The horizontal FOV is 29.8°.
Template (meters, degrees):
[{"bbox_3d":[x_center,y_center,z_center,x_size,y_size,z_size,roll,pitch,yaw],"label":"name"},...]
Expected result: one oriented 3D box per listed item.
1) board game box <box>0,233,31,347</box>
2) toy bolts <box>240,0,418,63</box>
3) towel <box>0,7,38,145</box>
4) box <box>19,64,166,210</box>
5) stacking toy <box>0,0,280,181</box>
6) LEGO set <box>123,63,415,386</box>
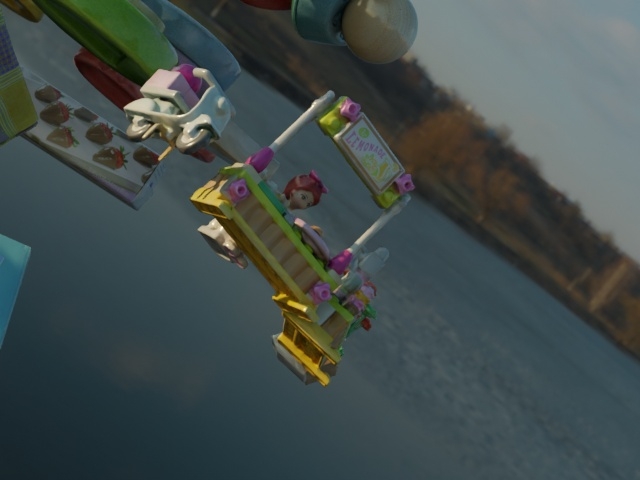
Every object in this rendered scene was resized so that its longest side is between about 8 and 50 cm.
[{"bbox_3d":[-0.341,0.081,0.651,0.253,0.336,0.079,25,37,-18],"label":"board game box"},{"bbox_3d":[0.003,-0.233,0.897,0.158,0.218,0.228,40,-35,29],"label":"toy bolts"},{"bbox_3d":[-0.187,-0.090,0.660,0.009,0.060,0.083,6,-60,37],"label":"towel"},{"bbox_3d":[-0.320,-0.146,1.323,0.324,0.063,0.067,33,-9,1],"label":"box"},{"bbox_3d":[-0.147,-0.196,1.004,0.279,0.130,0.309,28,-11,47],"label":"stacking toy"},{"bbox_3d":[0.000,0.000,0.757,0.132,0.107,0.287,32,-19,42],"label":"LEGO set"}]
